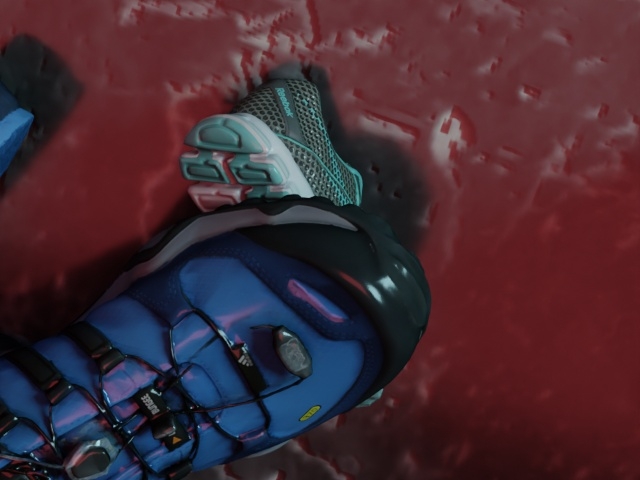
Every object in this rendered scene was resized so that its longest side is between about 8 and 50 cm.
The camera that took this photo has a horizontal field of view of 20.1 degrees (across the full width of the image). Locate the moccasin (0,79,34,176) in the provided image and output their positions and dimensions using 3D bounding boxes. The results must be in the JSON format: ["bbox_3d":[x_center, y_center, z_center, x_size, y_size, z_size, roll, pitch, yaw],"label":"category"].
[{"bbox_3d":[-0.278,0.030,0.790,0.342,0.138,0.117,-41,92,9],"label":"moccasin"}]

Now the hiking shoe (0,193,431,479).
[{"bbox_3d":[-0.090,0.083,0.754,0.304,0.132,0.113,-23,116,25],"label":"hiking shoe"}]

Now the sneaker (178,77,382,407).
[{"bbox_3d":[0.000,0.000,0.803,0.065,0.076,0.166,2,127,32],"label":"sneaker"}]
